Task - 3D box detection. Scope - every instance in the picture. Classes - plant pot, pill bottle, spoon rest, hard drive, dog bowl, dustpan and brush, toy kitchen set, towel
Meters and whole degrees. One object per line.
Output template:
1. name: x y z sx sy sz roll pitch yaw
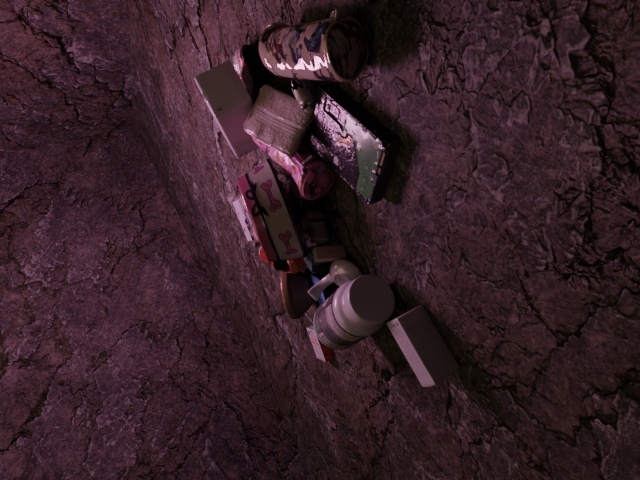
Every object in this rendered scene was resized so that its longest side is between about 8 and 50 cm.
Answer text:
1. plant pot: -0.089 0.226 2.111 0.237 0.109 0.238 -13 -90 -79
2. pill bottle: 0.118 0.264 1.721 0.204 0.204 0.361 60 152 12
3. spoon rest: 0.060 0.151 1.843 0.137 0.084 0.276 46 136 -11
4. hard drive: 0.095 -0.304 1.478 0.339 0.064 0.237 49 148 31
5. dog bowl: -0.195 -0.100 1.836 0.408 0.150 0.409 158 90 -85
6. dustpan and brush: -0.077 -0.202 1.883 0.147 0.060 0.211 51 142 29
7. toy kitchen set: 0.000 0.000 1.863 0.166 0.122 0.207 133 131 -61
8. towel: -0.149 -0.419 1.635 0.282 0.049 0.187 34 101 35

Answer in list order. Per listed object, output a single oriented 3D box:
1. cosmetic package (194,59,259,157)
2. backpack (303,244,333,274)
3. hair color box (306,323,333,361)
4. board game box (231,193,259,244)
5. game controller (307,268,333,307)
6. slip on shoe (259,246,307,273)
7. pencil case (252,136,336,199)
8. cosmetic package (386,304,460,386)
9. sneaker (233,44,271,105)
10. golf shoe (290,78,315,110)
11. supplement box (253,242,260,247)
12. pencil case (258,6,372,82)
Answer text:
1. cosmetic package: -0.345 -0.502 1.865 0.197 0.155 0.365 61 175 12
2. backpack: -0.009 0.065 1.905 0.114 0.104 0.084 49 141 44
3. hair color box: -0.002 0.489 2.271 0.093 0.053 0.168 1 113 62
4. board game box: -0.266 -0.125 2.168 0.291 0.141 0.232 -12 101 62
5. game controller: 0.009 0.230 2.037 0.166 0.067 0.320 10 119 58
6. slip on shoe: -0.180 0.079 2.063 0.331 0.101 0.123 12 128 50
7. pencil case: -0.104 -0.317 1.719 0.386 0.160 0.167 50 143 31
8. cosmetic package: 0.325 0.335 1.505 0.231 0.117 0.085 62 153 11
9. sneaker: -0.264 -0.623 1.849 0.145 0.090 0.270 35 145 59
10. golf shoe: -0.063 -0.501 1.536 0.086 0.069 0.176 49 -163 -38
11. supplement box: -0.316 -0.023 2.398 0.083 0.083 0.056 46 148 31
12. pencil case: -0.032 -0.570 1.394 0.410 0.159 0.184 27 124 50
